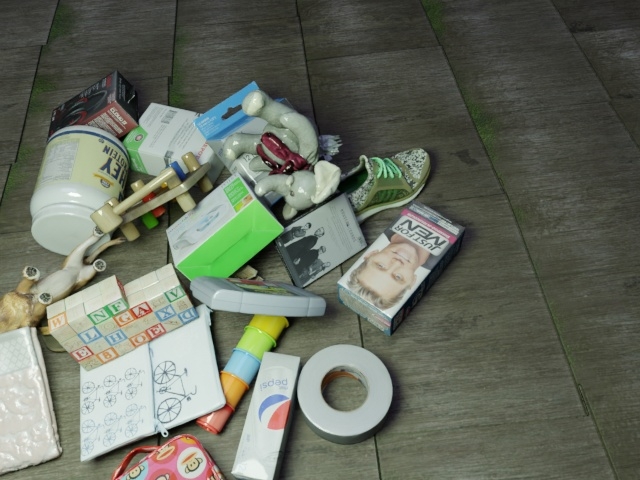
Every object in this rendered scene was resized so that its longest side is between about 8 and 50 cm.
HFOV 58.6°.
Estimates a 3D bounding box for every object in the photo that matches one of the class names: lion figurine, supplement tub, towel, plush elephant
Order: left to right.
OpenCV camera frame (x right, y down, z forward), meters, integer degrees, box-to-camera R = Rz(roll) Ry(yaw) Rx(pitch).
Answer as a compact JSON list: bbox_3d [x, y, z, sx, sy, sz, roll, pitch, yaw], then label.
[{"bbox_3d":[-0.789,0.385,1.300,0.332,0.053,0.316,-15,80,-6],"label":"towel"},{"bbox_3d":[-0.685,0.117,1.466,0.142,0.240,0.392,54,41,3],"label":"lion figurine"},{"bbox_3d":[-0.682,-0.141,1.627,0.236,0.235,0.324,-5,55,-1],"label":"supplement tub"},{"bbox_3d":[-0.085,-0.189,1.496,0.330,0.272,0.255,10,63,-28],"label":"plush elephant"}]

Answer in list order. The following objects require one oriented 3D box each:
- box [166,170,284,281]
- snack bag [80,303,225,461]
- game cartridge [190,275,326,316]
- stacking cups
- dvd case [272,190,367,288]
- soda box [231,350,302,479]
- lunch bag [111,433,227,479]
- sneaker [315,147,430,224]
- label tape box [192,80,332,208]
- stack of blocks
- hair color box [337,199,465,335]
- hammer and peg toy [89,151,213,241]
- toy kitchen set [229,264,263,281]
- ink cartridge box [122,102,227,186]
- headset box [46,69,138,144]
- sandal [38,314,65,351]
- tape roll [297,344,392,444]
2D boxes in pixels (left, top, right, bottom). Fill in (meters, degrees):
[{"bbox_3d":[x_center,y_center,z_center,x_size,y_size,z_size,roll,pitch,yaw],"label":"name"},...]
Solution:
[{"bbox_3d":[-0.255,-0.026,1.500,0.262,0.126,0.231,-39,32,1],"label":"box"},{"bbox_3d":[-0.404,0.321,1.353,0.343,0.037,0.323,-20,45,-3],"label":"snack bag"},{"bbox_3d":[-0.145,0.136,1.378,0.295,0.060,0.196,8,7,-31],"label":"game cartridge"},{"bbox_3d":[-0.197,0.306,1.377,0.096,0.096,0.316,24,60,18],"label":"stacking cups"},{"bbox_3d":[0.000,0.000,1.540,0.239,0.179,0.030,-32,26,-19],"label":"dvd case"},{"bbox_3d":[-0.114,0.405,1.296,0.091,0.098,0.286,8,55,8],"label":"soda box"},{"bbox_3d":[-0.342,0.554,1.185,0.293,0.120,0.258,-31,58,-18],"label":"lunch bag"},{"bbox_3d":[0.163,-0.179,1.647,0.411,0.182,0.158,-33,59,-19],"label":"sneaker"},{"bbox_3d":[-0.172,-0.296,1.697,0.249,0.115,0.347,-39,95,-22],"label":"label tape box"},{"bbox_3d":[-0.469,0.172,1.372,0.297,0.171,0.087,-26,45,-9],"label":"stack of blocks"},{"bbox_3d":[0.218,0.064,1.519,0.174,0.105,0.347,32,62,23],"label":"hair color box"},{"bbox_3d":[-0.436,-0.108,1.524,0.266,0.127,0.361,-26,17,13],"label":"hammer and peg toy"},{"bbox_3d":[-0.201,0.121,1.524,0.068,0.083,0.075,36,53,-24],"label":"toy kitchen set"},{"bbox_3d":[-0.439,-0.298,1.797,0.290,0.121,0.211,15,57,13],"label":"ink cartridge box"},{"bbox_3d":[-0.704,-0.396,1.809,0.293,0.110,0.218,-28,44,9],"label":"headset box"},{"bbox_3d":[-0.698,0.220,1.483,0.072,0.049,0.180,-32,58,-20],"label":"sandal"},{"bbox_3d":[0.057,0.358,1.336,0.220,0.072,0.219,-1,54,2],"label":"tape roll"}]
